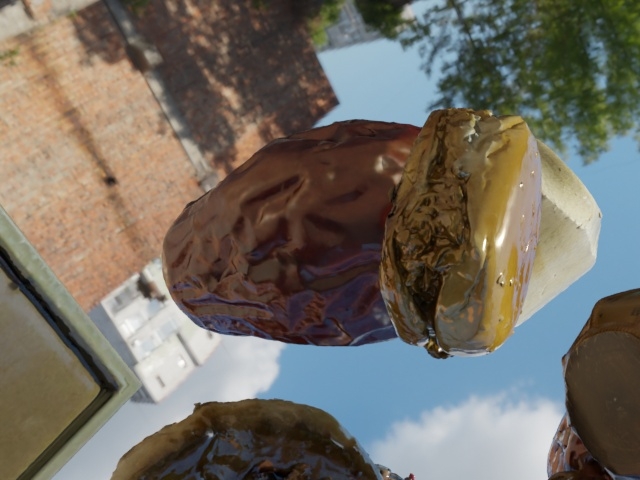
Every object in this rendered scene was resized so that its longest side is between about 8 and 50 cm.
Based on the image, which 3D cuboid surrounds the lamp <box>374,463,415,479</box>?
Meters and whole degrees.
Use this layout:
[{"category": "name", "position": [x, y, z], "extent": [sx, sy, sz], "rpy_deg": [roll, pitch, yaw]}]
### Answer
[{"category": "lamp", "position": [0.068, 0.477, 1.258], "extent": [0.118, 0.118, 0.253], "rpy_deg": [8, -98, 62]}]

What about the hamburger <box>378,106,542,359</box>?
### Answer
[{"category": "hamburger", "position": [0.086, 0.000, 0.484], "extent": [0.083, 0.147, 0.138], "rpy_deg": [15, -110, 21]}]

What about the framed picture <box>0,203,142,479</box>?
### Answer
[{"category": "framed picture", "position": [-0.222, 0.047, 0.309], "extent": [0.024, 0.315, 0.232], "rpy_deg": [22, -123, 39]}]

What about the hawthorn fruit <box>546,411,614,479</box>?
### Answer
[{"category": "hawthorn fruit", "position": [0.341, 0.240, 0.810], "extent": [0.308, 0.275, 0.276], "rpy_deg": [12, 175, -32]}]

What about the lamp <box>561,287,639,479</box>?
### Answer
[{"category": "lamp", "position": [0.280, 0.102, 0.591], "extent": [0.185, 0.161, 0.161], "rpy_deg": [-6, -175, -30]}]

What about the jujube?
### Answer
[{"category": "jujube", "position": [0.000, 0.000, 0.703], "extent": [0.290, 0.197, 0.197], "rpy_deg": [-14, -159, 27]}]

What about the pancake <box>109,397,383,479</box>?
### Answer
[{"category": "pancake", "position": [-0.073, 0.321, 0.796], "extent": [0.356, 0.356, 0.065], "rpy_deg": [-36, -171, -25]}]

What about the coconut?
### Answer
[{"category": "coconut", "position": [0.216, -0.005, 1.057], "extent": [0.266, 0.237, 0.237], "rpy_deg": [-36, -165, 11]}]
